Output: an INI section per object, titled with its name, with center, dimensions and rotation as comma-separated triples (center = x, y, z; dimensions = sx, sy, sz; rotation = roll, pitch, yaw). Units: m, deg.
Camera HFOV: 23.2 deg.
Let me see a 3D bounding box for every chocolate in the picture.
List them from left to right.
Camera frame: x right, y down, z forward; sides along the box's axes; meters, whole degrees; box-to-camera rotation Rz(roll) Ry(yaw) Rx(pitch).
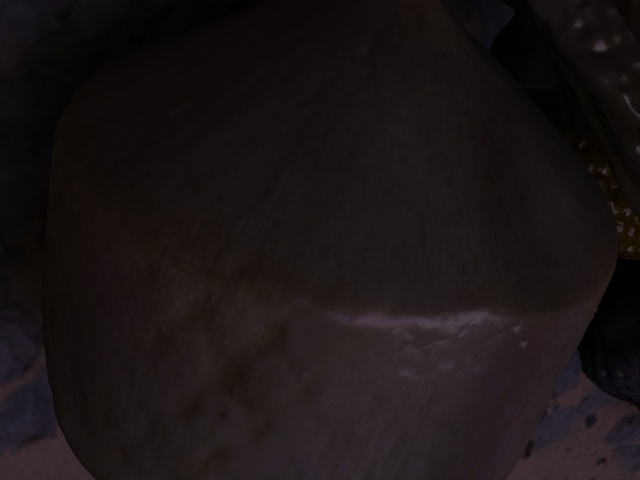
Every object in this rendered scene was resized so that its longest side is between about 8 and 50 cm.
[chocolate]
center = 0.271, 0.094, 1.177
dimensions = 0.110, 0.110, 0.248
rotation = -51, 134, 7

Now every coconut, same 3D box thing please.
[coconut]
center = 0.000, 0.000, 0.811
dimensions = 0.329, 0.329, 0.328
rotation = -18, 129, -24

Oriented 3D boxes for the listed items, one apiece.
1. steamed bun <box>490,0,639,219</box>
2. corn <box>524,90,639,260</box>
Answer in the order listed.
[steamed bun]
center = 0.173, -0.137, 0.815
dimensions = 0.189, 0.428, 0.247
rotation = -37, 174, 11
[corn]
center = 0.221, -0.039, 1.039
dimensions = 0.322, 0.119, 0.119
rotation = 2, 119, -35
